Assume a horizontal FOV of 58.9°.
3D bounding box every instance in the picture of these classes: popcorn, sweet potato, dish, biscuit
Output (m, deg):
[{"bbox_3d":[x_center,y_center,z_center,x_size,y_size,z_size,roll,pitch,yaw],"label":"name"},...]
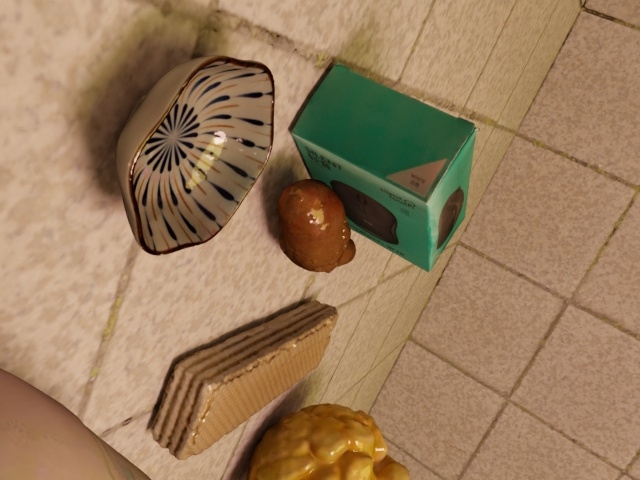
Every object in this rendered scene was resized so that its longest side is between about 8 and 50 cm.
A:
[{"bbox_3d":[-0.015,0.551,1.290,0.390,0.344,0.354,-36,115,-2],"label":"popcorn"},{"bbox_3d":[0.000,0.000,0.848,0.109,0.109,0.385,-57,166,-7],"label":"sweet potato"},{"bbox_3d":[-0.118,-0.082,0.493,0.191,0.066,0.191,-51,160,-27],"label":"dish"},{"bbox_3d":[-0.095,0.201,0.932,0.426,0.078,0.144,-14,131,-64],"label":"biscuit"}]

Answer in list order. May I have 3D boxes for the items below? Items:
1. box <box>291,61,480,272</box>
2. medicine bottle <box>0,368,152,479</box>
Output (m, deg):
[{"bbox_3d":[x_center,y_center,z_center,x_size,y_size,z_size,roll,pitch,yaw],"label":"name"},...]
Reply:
[{"bbox_3d":[0.097,-0.085,0.807,0.118,0.205,0.311,-58,162,-11],"label":"box"},{"bbox_3d":[-0.240,0.201,0.343,0.236,0.235,0.406,-49,159,-27],"label":"medicine bottle"}]
